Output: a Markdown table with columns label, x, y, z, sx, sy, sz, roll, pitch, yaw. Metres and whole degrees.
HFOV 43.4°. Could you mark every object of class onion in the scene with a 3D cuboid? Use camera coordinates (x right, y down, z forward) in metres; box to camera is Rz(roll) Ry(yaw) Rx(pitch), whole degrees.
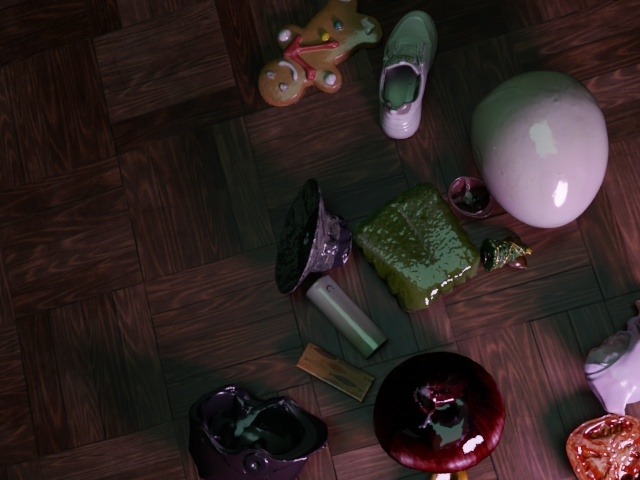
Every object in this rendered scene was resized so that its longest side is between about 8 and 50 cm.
| label | x | y | z | sx | sy | sz | roll | pitch | yaw |
| --- | --- | --- | --- | --- | --- | --- | --- | --- | --- |
| onion | 0.233 | 0.338 | 1.633 | 0.273 | 0.285 | 0.273 | -10 | 56 | 15 |

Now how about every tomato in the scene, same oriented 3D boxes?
| label | x | y | z | sx | sy | sz | roll | pitch | yaw |
| --- | --- | --- | --- | --- | --- | --- | --- | --- | --- |
| tomato | 0.597 | 0.440 | 1.644 | 0.174 | 0.082 | 0.166 | -26 | 71 | 7 |

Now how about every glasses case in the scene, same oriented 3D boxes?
| label | x | y | z | sx | sy | sz | roll | pitch | yaw |
| --- | --- | --- | --- | --- | --- | --- | --- | --- | --- |
| glasses case | 0.033 | 0.294 | 1.787 | 0.170 | 0.041 | 0.064 | 27 | 72 | 14 |

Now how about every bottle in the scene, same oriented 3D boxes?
| label | x | y | z | sx | sy | sz | roll | pitch | yaw |
| --- | --- | --- | --- | --- | --- | --- | --- | --- | --- |
| bottle | 0.058 | 0.171 | 1.792 | 0.072 | 0.072 | 0.201 | -44 | 75 | -2 |

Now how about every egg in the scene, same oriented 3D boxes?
| label | x | y | z | sx | sy | sz | roll | pitch | yaw |
| --- | --- | --- | --- | --- | --- | --- | --- | --- | --- |
| egg | 0.464 | -0.194 | 1.699 | 0.283 | 0.283 | 0.345 | -13 | 73 | 6 |

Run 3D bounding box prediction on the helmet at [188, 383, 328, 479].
| label | x | y | z | sx | sy | sz | roll | pitch | yaw |
| --- | --- | --- | --- | --- | --- | --- | --- | --- | --- |
| helmet | -0.142 | 0.445 | 1.699 | 0.305 | 0.225 | 0.177 | 18 | 110 | 14 |

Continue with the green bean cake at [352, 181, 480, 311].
| label | x | y | z | sx | sy | sz | roll | pitch | yaw |
| --- | --- | --- | --- | --- | --- | --- | --- | --- | --- |
| green bean cake | 0.217 | 0.020 | 1.776 | 0.222 | 0.125 | 0.248 | -33 | 72 | 2 |

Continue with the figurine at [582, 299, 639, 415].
| label | x | y | z | sx | sy | sz | roll | pitch | yaw |
| --- | --- | --- | --- | --- | --- | --- | --- | --- | --- |
| figurine | 0.643 | 0.232 | 1.645 | 0.276 | 0.200 | 0.133 | -38 | 92 | -26 |

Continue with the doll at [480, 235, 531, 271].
| label | x | y | z | sx | sy | sz | roll | pitch | yaw |
| --- | --- | --- | --- | --- | --- | --- | --- | --- | --- |
| doll | 0.410 | 0.023 | 1.766 | 0.113 | 0.076 | 0.078 | -11 | 68 | 6 |

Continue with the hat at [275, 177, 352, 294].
| label | x | y | z | sx | sy | sz | roll | pitch | yaw |
| --- | --- | --- | --- | --- | --- | --- | --- | --- | --- |
| hat | 0.000 | 0.000 | 1.795 | 0.128 | 0.265 | 0.265 | 11 | 78 | -21 |

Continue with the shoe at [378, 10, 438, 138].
| label | x | y | z | sx | sy | sz | roll | pitch | yaw |
| --- | --- | --- | --- | --- | --- | --- | --- | --- | --- |
| shoe | 0.195 | -0.403 | 1.852 | 0.124 | 0.159 | 0.316 | 6 | 82 | 11 |

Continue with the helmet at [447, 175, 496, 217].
| label | x | y | z | sx | sy | sz | roll | pitch | yaw |
| --- | --- | --- | --- | --- | --- | --- | --- | --- | --- |
| helmet | 0.341 | -0.090 | 1.811 | 0.111 | 0.057 | 0.089 | 34 | 82 | 19 |

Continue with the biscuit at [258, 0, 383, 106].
| label | x | y | z | sx | sy | sz | roll | pitch | yaw |
| --- | --- | --- | --- | --- | --- | --- | --- | --- | --- |
| biscuit | -0.013 | -0.459 | 1.953 | 0.340 | 0.047 | 0.216 | -38 | 74 | -1 |

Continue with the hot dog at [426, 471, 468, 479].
| label | x | y | z | sx | sy | sz | roll | pitch | yaw |
| --- | --- | --- | --- | --- | --- | --- | --- | --- | --- |
| hot dog | 0.248 | 0.582 | 1.676 | 0.109 | 0.072 | 0.269 | 17 | 83 | 10 |
